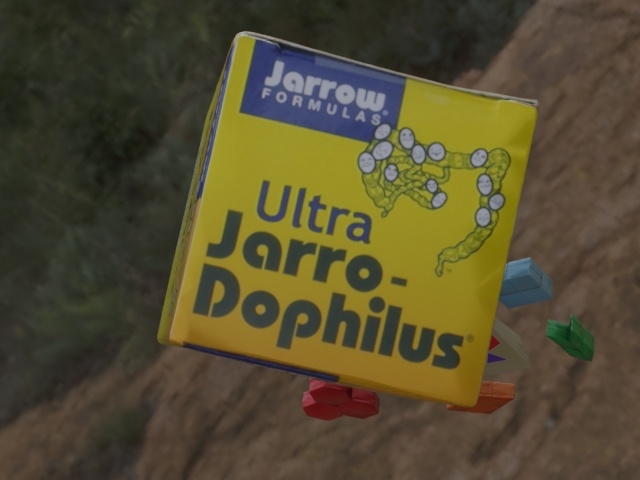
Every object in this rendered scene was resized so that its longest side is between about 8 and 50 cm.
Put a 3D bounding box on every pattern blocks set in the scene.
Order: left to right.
[{"bbox_3d":[0.087,0.093,1.366,0.324,0.285,0.026,-8,55,24],"label":"pattern blocks set"}]

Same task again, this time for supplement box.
[{"bbox_3d":[0.000,0.000,1.034,0.356,0.194,0.195,149,134,-82],"label":"supplement box"}]
